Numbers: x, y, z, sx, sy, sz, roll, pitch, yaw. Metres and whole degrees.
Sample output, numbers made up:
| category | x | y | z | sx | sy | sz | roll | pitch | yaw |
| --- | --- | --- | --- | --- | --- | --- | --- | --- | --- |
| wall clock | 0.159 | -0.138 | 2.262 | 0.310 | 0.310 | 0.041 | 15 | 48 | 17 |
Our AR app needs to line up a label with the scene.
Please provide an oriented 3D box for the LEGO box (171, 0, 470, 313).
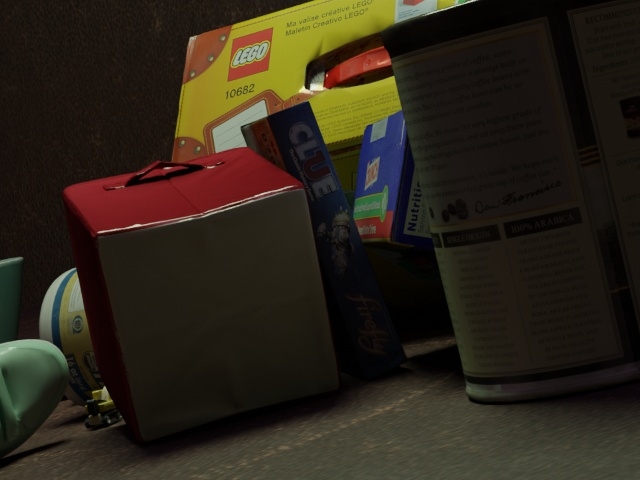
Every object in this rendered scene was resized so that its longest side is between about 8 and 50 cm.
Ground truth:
| category | x | y | z | sx | sy | sz | roll | pitch | yaw |
| --- | --- | --- | --- | --- | --- | --- | --- | --- | --- |
| LEGO box | 0.159 | -0.105 | 1.846 | 0.500 | 0.193 | 0.372 | -12 | -30 | 32 |

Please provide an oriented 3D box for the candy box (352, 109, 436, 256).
| category | x | y | z | sx | sy | sz | roll | pitch | yaw |
| --- | --- | --- | --- | --- | --- | --- | --- | --- | --- |
| candy box | 0.198 | -0.029 | 1.525 | 0.317 | 0.122 | 0.268 | 10 | 0 | -5 |

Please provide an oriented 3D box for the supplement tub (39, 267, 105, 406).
| category | x | y | z | sx | sy | sz | roll | pitch | yaw |
| --- | --- | --- | --- | --- | --- | --- | --- | --- | --- |
| supplement tub | -0.159 | 0.082 | 1.747 | 0.200 | 0.144 | 0.144 | -12 | 3 | 28 |

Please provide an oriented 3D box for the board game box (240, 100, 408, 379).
| category | x | y | z | sx | sy | sz | roll | pitch | yaw |
| --- | --- | --- | --- | --- | --- | --- | --- | --- | --- |
| board game box | 0.000 | 0.000 | 1.596 | 0.042 | 0.243 | 0.165 | -21 | 4 | -10 |

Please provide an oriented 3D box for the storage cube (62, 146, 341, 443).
| category | x | y | z | sx | sy | sz | roll | pitch | yaw |
| --- | --- | --- | --- | --- | --- | --- | --- | --- | --- |
| storage cube | -0.104 | 0.043 | 1.534 | 0.184 | 0.215 | 0.193 | -13 | 15 | -13 |

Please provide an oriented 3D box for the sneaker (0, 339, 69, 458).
| category | x | y | z | sx | sy | sz | roll | pitch | yaw |
| --- | --- | --- | --- | --- | --- | --- | --- | --- | --- |
| sneaker | -0.284 | 0.148 | 1.501 | 0.256 | 0.094 | 0.151 | -29 | 7 | -42 |

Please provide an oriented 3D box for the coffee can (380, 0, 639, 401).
| category | x | y | z | sx | sy | sz | roll | pitch | yaw |
| --- | --- | --- | --- | --- | --- | --- | --- | --- | --- |
| coffee can | 0.171 | -0.041 | 1.285 | 0.202 | 0.275 | 0.201 | -13 | 3 | 1 |

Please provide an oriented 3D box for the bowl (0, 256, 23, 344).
| category | x | y | z | sx | sy | sz | roll | pitch | yaw |
| --- | --- | --- | --- | --- | --- | --- | --- | --- | --- |
| bowl | -0.509 | 0.133 | 2.236 | 0.312 | 0.163 | 0.311 | -13 | 3 | 1 |

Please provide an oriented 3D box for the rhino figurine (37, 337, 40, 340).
| category | x | y | z | sx | sy | sz | roll | pitch | yaw |
| --- | --- | --- | --- | --- | --- | --- | --- | --- | --- |
| rhino figurine | -0.272 | 0.136 | 1.975 | 0.106 | 0.073 | 0.243 | -18 | 6 | -25 |

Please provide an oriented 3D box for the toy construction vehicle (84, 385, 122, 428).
| category | x | y | z | sx | sy | sz | roll | pitch | yaw |
| --- | --- | --- | --- | --- | --- | --- | --- | --- | --- |
| toy construction vehicle | -0.172 | 0.146 | 1.649 | 0.086 | 0.035 | 0.098 | -12 | 3 | 22 |
